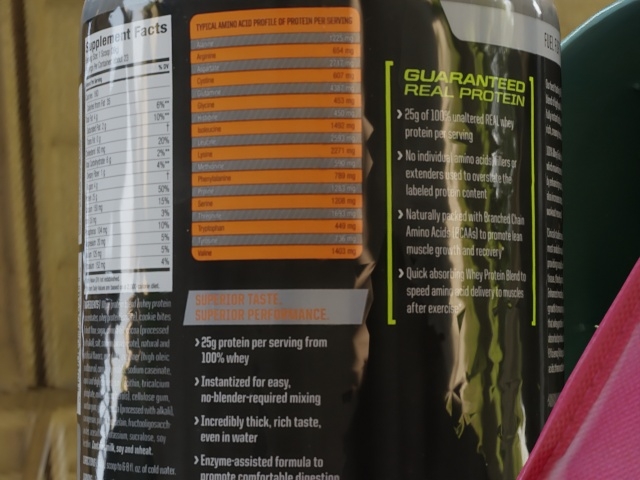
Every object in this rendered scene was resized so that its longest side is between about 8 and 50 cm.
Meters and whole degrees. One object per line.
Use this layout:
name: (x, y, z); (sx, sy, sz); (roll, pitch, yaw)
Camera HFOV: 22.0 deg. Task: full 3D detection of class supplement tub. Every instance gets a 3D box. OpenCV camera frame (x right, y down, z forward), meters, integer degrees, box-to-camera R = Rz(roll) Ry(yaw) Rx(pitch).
supplement tub: (0.000, 0.000, 0.653); (0.193, 0.193, 0.316); (0, -93, 3)

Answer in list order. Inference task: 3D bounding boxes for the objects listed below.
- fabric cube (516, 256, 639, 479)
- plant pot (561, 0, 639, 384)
fabric cube: (0.185, 0.163, 0.373); (0.254, 0.259, 0.258); (15, -24, 50)
plant pot: (0.257, 0.012, 0.823); (0.293, 0.293, 0.235); (-44, -20, 32)
